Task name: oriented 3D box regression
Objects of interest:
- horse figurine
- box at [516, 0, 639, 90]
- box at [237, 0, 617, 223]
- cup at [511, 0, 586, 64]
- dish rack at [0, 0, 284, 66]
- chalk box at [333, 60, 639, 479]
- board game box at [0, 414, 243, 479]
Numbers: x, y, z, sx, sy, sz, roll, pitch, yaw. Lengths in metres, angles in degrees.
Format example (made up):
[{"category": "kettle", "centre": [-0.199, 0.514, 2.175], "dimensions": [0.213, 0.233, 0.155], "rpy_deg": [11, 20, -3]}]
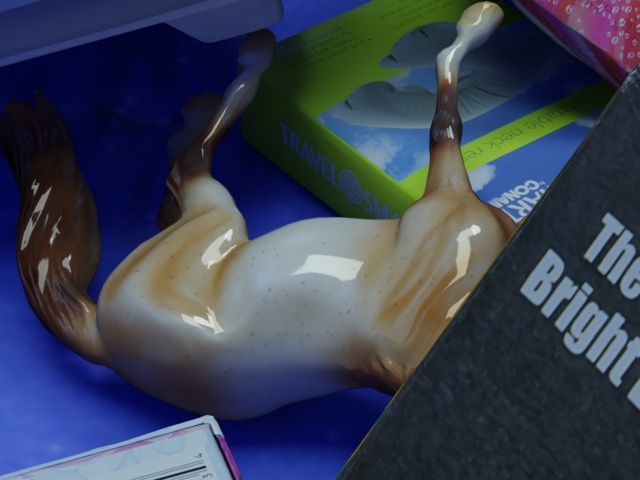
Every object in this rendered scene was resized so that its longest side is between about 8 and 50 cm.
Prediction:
[{"category": "horse figurine", "centre": [0.000, 0.000, 0.648], "dimensions": [0.263, 0.066, 0.174], "rpy_deg": [-3, 51, 24]}, {"category": "box", "centre": [0.177, -0.041, 0.555], "dimensions": [0.122, 0.257, 0.128], "rpy_deg": [-50, 41, 8]}, {"category": "box", "centre": [0.062, -0.033, 0.734], "dimensions": [0.109, 0.042, 0.178], "rpy_deg": [-27, 44, -26]}, {"category": "cup", "centre": [0.169, -0.220, 0.783], "dimensions": [0.331, 0.331, 0.237], "rpy_deg": [-8, 12, -6]}, {"category": "dish rack", "centre": [-0.127, -0.133, 0.781], "dimensions": [0.286, 0.072, 0.333], "rpy_deg": [-16, 28, 1]}, {"category": "chalk box", "centre": [0.142, 0.061, 0.392], "dimensions": [0.179, 0.289, 0.180], "rpy_deg": [23, 19, -43]}, {"category": "board game box", "centre": [-0.125, 0.203, 0.439], "dimensions": [0.318, 0.066, 0.318], "rpy_deg": [-14, 41, -13]}]
